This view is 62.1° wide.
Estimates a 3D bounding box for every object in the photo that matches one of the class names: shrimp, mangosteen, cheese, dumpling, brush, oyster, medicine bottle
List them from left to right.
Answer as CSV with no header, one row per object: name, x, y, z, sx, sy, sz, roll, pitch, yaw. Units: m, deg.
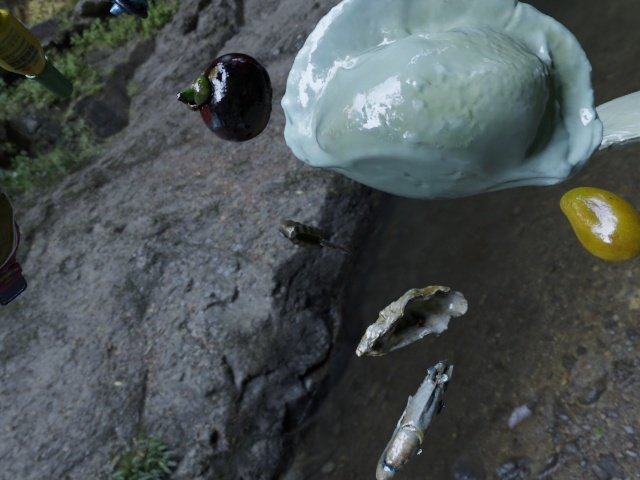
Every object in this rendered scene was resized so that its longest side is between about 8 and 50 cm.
cheese,-0.686,0.031,1.118,0.062,0.244,0.155,13,39,19
medicine bottle,-0.727,-0.451,1.326,0.111,0.076,0.309,-39,-13,-2
mangosteen,-0.220,-0.343,1.295,0.216,0.216,0.216,-41,22,21
brush,0.000,0.000,1.625,0.084,0.301,0.071,32,99,45
oyster,0.242,0.219,1.470,0.341,0.166,0.110,-34,28,-4
shrimp,0.242,0.464,1.386,0.360,0.085,0.247,-56,-9,-17
dumpling,0.140,-0.152,0.617,0.211,0.321,0.269,-105,27,-44

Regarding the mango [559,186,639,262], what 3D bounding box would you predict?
mango,0.654,-0.045,1.236,0.136,0.099,0.227,-45,47,19

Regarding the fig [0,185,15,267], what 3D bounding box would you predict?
fig,-0.463,-0.021,0.622,0.186,0.148,0.142,2,-67,-67

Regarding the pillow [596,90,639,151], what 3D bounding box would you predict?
pillow,0.764,-0.289,1.208,0.281,0.076,0.274,-17,20,26

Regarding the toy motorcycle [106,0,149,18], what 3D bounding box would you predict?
toy motorcycle,-0.456,-0.546,1.055,0.123,0.272,0.182,-46,28,22
